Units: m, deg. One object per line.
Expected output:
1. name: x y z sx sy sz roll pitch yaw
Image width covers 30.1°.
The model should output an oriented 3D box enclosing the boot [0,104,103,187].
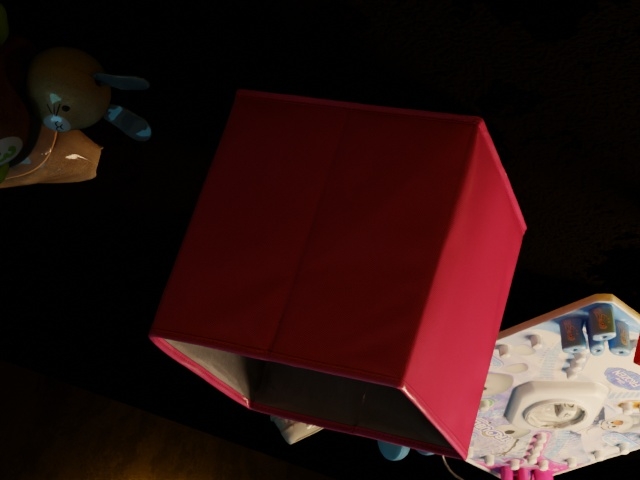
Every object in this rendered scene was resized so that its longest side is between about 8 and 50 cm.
1. boot: -0.383 -0.093 1.423 0.305 0.112 0.115 -2 164 41

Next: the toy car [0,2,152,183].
1. toy car: -0.257 -0.131 1.146 0.189 0.148 0.155 7 152 -3

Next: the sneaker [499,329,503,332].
1. sneaker: 0.157 0.183 1.613 0.235 0.094 0.153 6 -156 40

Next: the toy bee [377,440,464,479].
1. toy bee: 0.175 0.297 2.012 0.298 0.162 0.195 22 -161 29

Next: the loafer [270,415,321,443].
1. loafer: 0.069 0.232 1.757 0.320 0.111 0.112 -7 156 -27

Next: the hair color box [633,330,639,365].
1. hair color box: 0.346 0.061 1.114 0.072 0.141 0.043 26 160 -25

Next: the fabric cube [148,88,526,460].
1. fabric cube: 0.029 0.035 1.152 0.259 0.258 0.254 9 161 24

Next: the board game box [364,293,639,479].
1. board game box: 0.309 0.228 1.556 0.390 0.050 0.390 -27 138 34
